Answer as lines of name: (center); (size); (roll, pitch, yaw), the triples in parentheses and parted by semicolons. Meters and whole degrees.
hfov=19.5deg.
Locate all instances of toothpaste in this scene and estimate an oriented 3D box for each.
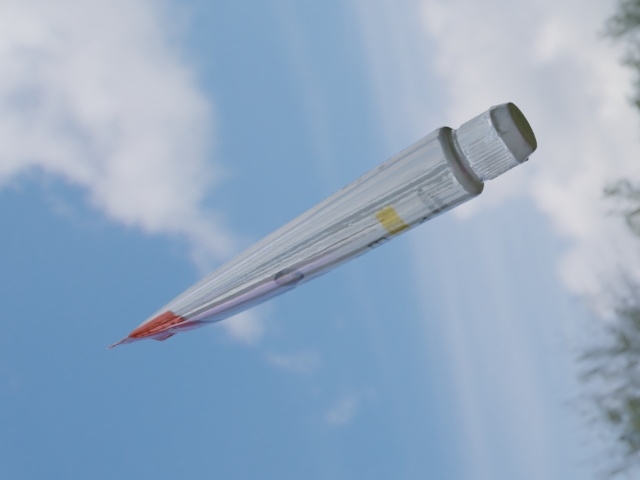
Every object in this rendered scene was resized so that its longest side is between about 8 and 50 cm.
toothpaste: (0.000, 0.000, 0.743); (0.031, 0.190, 0.048); (63, -160, 8)
